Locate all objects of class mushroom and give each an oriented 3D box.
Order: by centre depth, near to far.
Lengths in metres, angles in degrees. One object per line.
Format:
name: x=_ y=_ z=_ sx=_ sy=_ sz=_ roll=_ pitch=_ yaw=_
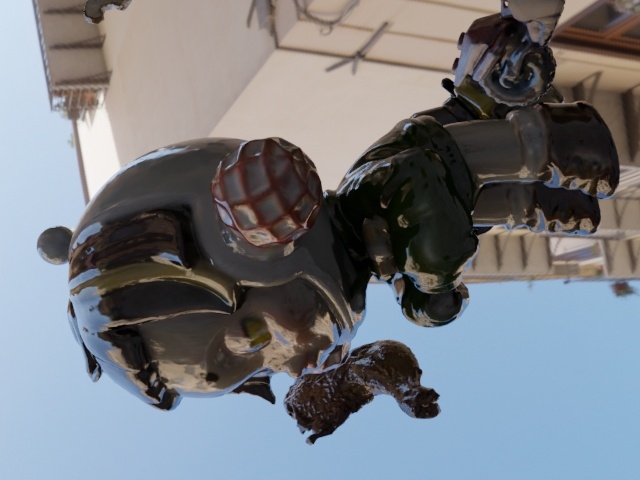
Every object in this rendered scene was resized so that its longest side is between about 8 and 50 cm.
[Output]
mushroom: x=-0.247 y=-0.288 z=0.859 sx=0.049 sy=0.019 sz=0.101 roll=15 pitch=-127 yaw=20

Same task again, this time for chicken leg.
chicken leg: x=0.055 y=0.215 z=1.046 sx=0.083 sy=0.322 sz=0.177 roll=53 pitch=-142 yaw=-16

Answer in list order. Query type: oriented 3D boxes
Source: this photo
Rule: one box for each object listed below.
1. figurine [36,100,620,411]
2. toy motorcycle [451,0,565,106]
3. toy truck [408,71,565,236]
figurine: x=0.000 y=0.000 z=0.472 sx=0.370 sy=0.281 sz=0.167 roll=-16 pitch=-117 yaw=-1
toy motorcycle: x=0.147 y=-0.205 z=0.574 sx=0.122 sy=0.213 sz=0.082 roll=22 pitch=-133 yaw=16
toy truck: x=0.165 y=-0.121 z=0.842 sx=0.165 sy=0.224 sz=0.147 roll=21 pitch=-153 yaw=-51
